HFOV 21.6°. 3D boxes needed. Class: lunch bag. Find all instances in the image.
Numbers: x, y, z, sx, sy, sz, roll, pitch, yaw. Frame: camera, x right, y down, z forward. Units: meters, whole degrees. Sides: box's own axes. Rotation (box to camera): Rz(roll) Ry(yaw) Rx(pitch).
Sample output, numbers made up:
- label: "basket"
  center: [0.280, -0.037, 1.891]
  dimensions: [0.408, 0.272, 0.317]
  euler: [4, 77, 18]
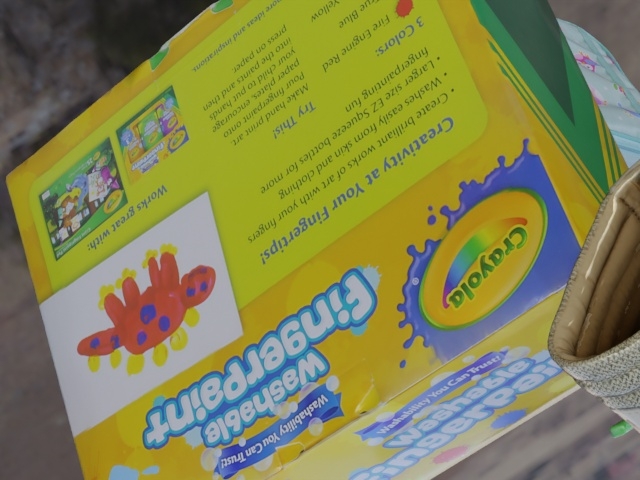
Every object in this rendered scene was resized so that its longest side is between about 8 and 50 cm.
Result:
- label: "lunch bag"
  center: [0.289, -0.175, 2.017]
  dimensions: [0.224, 0.279, 0.108]
  euler: [11, 127, -29]

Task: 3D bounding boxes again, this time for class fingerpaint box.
- label: "fingerpaint box"
  center: [0.000, 0.000, 1.256]
  dimensions: [0.445, 0.371, 0.163]
  euler: [-37, 147, 26]

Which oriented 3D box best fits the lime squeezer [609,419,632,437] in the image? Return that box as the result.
- label: "lime squeezer"
  center: [0.450, 0.195, 2.134]
  dimensions: [0.110, 0.059, 0.310]
  euler: [-38, 176, 20]

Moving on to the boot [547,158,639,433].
- label: "boot"
  center: [0.234, 0.011, 0.766]
  dimensions: [0.262, 0.203, 0.095]
  euler: [-48, -151, -7]
